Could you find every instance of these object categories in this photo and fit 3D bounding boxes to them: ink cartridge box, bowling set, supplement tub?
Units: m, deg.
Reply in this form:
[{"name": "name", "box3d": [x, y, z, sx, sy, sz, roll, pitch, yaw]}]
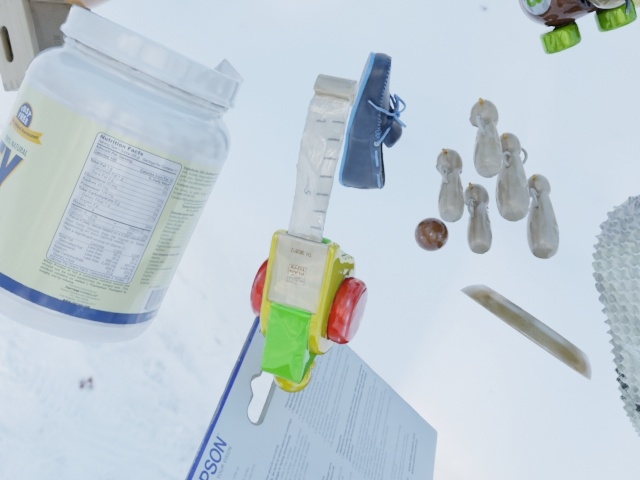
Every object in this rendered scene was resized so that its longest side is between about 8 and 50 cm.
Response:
[{"name": "ink cartridge box", "box3d": [-0.001, 0.255, 0.819, 0.330, 0.071, 0.324, 44, 33, -16]}, {"name": "bowling set", "box3d": [0.227, -0.080, 1.095, 0.287, 0.200, 0.154, 47, 38, -42]}, {"name": "supplement tub", "box3d": [-0.246, -0.074, 0.822, 0.236, 0.324, 0.235, 25, 9, -4]}]

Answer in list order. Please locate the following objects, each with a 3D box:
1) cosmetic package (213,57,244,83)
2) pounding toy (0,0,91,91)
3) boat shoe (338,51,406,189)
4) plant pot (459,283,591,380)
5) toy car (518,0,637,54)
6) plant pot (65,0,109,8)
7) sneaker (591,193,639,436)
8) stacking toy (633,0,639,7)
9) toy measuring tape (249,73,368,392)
[{"name": "cosmetic package", "box3d": [-0.220, -0.295, 1.470, 0.099, 0.239, 0.060, -46, 100, -7]}, {"name": "pounding toy", "box3d": [-0.365, -0.272, 0.946, 0.130, 0.100, 0.141, -24, 106, -58]}, {"name": "boat shoe", "box3d": [0.091, -0.185, 1.132, 0.089, 0.258, 0.109, 15, 56, 4]}, {"name": "plant pot", "box3d": [0.324, 0.134, 1.120, 0.236, 0.032, 0.236, 35, 3, -2]}, {"name": "toy car", "box3d": [0.330, -0.321, 0.877, 0.188, 0.149, 0.155, -81, 149, -73]}, {"name": "plant pot", "box3d": [-0.246, -0.448, 0.838, 0.204, 0.290, 0.290, -17, 44, 13]}, {"name": "sneaker", "box3d": [0.358, 0.070, 0.683, 0.146, 0.293, 0.102, -20, 28, 0]}, {"name": "stacking toy", "box3d": [0.504, -0.495, 1.028, 0.131, 0.308, 0.279, 5, 24, -6]}, {"name": "toy measuring tape", "box3d": [0.000, 0.000, 0.717, 0.122, 0.330, 0.121, 9, 19, -3]}]
